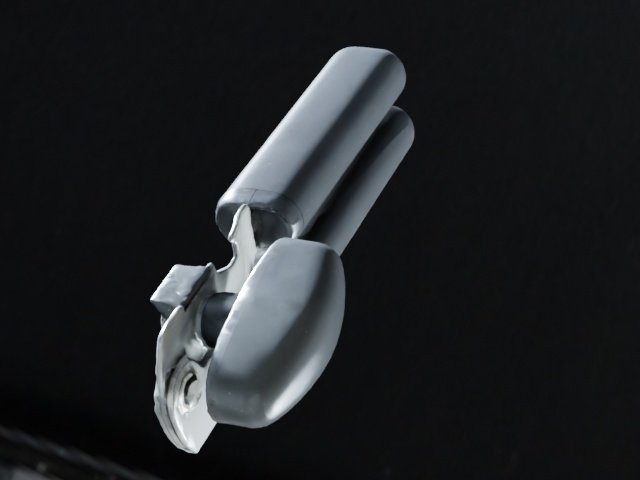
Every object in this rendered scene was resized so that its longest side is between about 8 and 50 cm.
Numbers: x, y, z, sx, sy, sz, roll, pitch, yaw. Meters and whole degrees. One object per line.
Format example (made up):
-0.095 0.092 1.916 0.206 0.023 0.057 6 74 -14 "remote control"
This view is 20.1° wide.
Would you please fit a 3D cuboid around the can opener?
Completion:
0.000 0.000 0.910 0.095 0.283 0.076 7 -51 25 "can opener"
